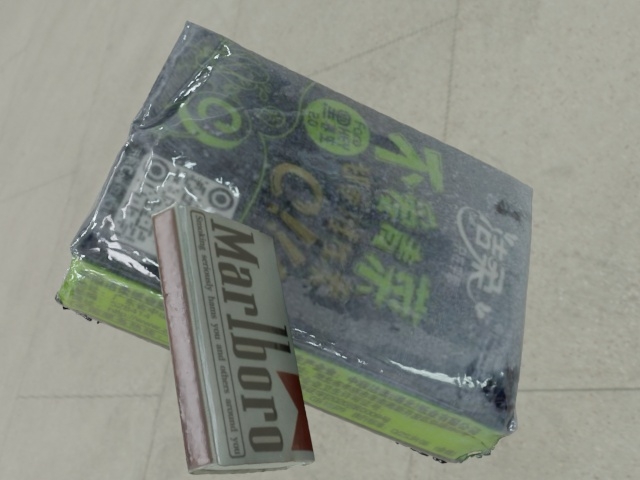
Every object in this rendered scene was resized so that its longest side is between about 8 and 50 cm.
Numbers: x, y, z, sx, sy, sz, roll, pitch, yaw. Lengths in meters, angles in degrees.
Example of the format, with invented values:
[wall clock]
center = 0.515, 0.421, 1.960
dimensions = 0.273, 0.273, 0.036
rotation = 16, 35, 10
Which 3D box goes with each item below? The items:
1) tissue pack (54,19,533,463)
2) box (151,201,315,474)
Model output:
[tissue pack]
center = 0.000, 0.000, 0.773
dimensions = 0.124, 0.394, 0.288
rotation = 128, 162, -54
[box]
center = -0.059, 0.069, 0.582
dimensions = 0.035, 0.115, 0.178
rotation = -22, 68, 25
